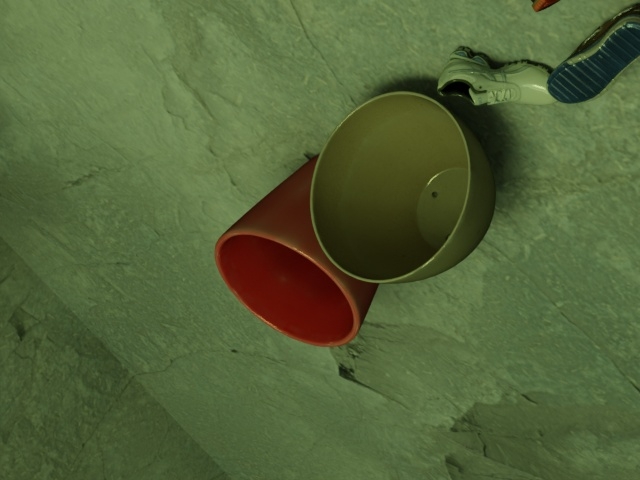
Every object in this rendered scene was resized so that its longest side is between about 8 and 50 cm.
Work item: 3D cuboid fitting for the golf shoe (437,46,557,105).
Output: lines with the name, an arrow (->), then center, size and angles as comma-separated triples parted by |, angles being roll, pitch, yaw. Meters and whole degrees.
golf shoe -> 0.247, -0.208, 1.716 | 0.176, 0.086, 0.069 | 15, 141, 27

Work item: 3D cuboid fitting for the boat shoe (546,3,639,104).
boat shoe -> 0.365, -0.238, 1.583 | 0.066, 0.066, 0.183 | 40, 142, -12

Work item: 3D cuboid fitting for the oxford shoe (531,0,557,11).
oxford shoe -> 0.300, -0.383, 1.455 | 0.098, 0.097, 0.271 | 49, 147, 17

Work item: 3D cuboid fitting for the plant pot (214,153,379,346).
plant pot -> 0.000, 0.000, 2.064 | 0.275, 0.243, 0.275 | 24, 147, 17

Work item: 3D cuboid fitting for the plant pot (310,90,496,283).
plant pot -> 0.154, -0.065, 1.862 | 0.284, 0.284, 0.191 | 5, 174, 39
